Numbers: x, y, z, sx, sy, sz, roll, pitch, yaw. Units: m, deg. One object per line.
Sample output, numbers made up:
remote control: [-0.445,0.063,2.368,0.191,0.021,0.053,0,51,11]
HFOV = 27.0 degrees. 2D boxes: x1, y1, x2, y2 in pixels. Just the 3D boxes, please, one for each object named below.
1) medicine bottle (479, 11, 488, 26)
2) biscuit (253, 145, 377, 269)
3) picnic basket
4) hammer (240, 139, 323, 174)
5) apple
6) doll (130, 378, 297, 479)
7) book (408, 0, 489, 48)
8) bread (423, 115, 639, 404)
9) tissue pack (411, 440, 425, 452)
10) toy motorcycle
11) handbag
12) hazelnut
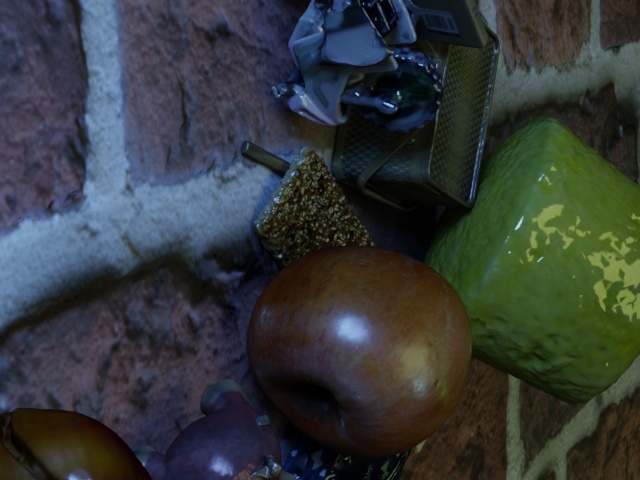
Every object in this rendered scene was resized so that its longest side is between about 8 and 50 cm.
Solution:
medicine bottle: [0.204,-0.319,1.927,0.089,0.052,0.052,29,69,-58]
biscuit: [0.000,0.000,1.619,0.131,0.025,0.231,-58,142,-19]
picnic basket: [0.124,-0.172,1.720,0.165,0.139,0.266,26,72,-59]
hammer: [-0.040,-0.087,1.569,0.182,0.017,0.062,26,71,-57]
apple: [0.049,0.116,1.518,0.253,0.254,0.253,-13,105,-59]
doll: [-0.095,0.288,1.394,0.152,0.196,0.256,-109,178,-59]
book: [0.055,-0.343,1.499,0.021,0.217,0.310,-56,141,-24]
bread: [0.310,0.041,1.822,0.308,0.348,0.348,35,53,-7]
tissue pack: [0.125,0.249,1.876,0.062,0.042,0.083,-60,142,-39]
toy motorcycle: [0.003,-0.252,1.494,0.327,0.188,0.143,61,32,-23]
handbag: [0.037,0.267,1.658,0.162,0.113,0.260,60,45,-38]
hazelnut: [-0.232,0.229,1.136,0.208,0.208,0.208,-13,105,-59]
